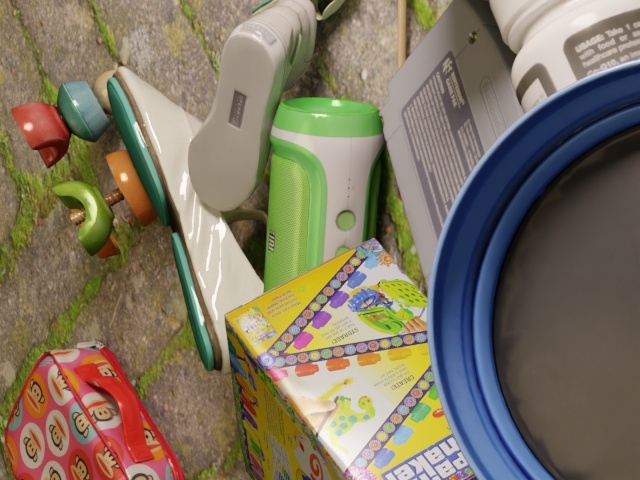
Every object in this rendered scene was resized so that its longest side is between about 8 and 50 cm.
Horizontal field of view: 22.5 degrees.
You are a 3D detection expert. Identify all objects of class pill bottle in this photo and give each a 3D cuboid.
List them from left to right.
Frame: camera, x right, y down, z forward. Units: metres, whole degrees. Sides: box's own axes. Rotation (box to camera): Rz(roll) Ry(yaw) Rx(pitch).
[{"bbox_3d":[0.261,-0.111,1.372,0.161,0.161,0.283,-40,65,46],"label":"pill bottle"}]

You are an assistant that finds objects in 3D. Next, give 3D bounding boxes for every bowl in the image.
[{"bbox_3d":[0.272,0.056,1.201,0.391,0.077,0.391,-6,78,27],"label":"bowl"}]

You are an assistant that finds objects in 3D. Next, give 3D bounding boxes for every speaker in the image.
[{"bbox_3d":[0.000,0.000,1.742,0.131,0.131,0.296,19,110,48],"label":"speaker"}]

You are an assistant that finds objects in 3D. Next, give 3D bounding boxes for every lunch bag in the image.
[{"bbox_3d":[-0.304,0.286,2.166,0.293,0.120,0.258,54,132,32],"label":"lunch bag"}]

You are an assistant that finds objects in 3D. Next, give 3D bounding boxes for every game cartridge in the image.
[{"bbox_3d":[0.148,-0.083,1.547,0.196,0.060,0.294,-54,39,44],"label":"game cartridge"}]

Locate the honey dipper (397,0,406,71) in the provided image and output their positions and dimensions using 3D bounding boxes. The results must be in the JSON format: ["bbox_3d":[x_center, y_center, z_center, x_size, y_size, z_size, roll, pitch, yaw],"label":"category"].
[{"bbox_3d":[0.086,-0.227,1.679,0.030,0.030,0.161,14,110,49],"label":"honey dipper"}]

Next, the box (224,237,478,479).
[{"bbox_3d":[0.058,0.212,1.578,0.279,0.177,0.290,51,158,33],"label":"box"}]

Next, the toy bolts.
[{"bbox_3d":[-0.272,-0.104,2.096,0.228,0.158,0.218,60,177,12],"label":"toy bolts"}]

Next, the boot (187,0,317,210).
[{"bbox_3d":[-0.065,-0.152,1.790,0.095,0.123,0.258,34,134,12],"label":"boot"}]

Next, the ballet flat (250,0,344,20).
[{"bbox_3d":[-0.019,-0.261,1.782,0.168,0.057,0.052,-26,85,50],"label":"ballet flat"}]

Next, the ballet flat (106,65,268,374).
[{"bbox_3d":[-0.135,-0.035,1.907,0.139,0.139,0.400,-41,64,46],"label":"ballet flat"}]
